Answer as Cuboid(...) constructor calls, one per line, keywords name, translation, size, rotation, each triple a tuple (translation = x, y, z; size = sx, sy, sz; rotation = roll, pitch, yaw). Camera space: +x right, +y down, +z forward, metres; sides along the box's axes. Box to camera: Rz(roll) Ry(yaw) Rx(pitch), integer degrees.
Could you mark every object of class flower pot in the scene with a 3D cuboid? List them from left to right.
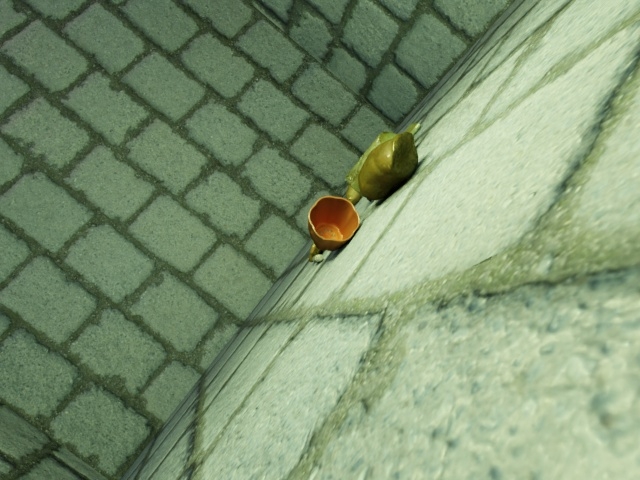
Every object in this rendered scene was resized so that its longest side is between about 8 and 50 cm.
Cuboid(name="flower pot", translation=(0.041, -0.047, 1.584), size=(0.191, 0.190, 0.173), rotation=(-53, -9, -23))

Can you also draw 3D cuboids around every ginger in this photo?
Cuboid(name="ginger", translation=(0.276, -0.389, 2.285), size=(0.363, 0.122, 0.348), rotation=(-41, -12, -44))

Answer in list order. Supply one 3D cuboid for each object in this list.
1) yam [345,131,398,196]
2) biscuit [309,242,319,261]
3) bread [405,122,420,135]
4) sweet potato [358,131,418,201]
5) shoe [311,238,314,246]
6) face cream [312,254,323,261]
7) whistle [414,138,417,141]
Cuboid(name="yam", translation=(0.229, -0.293, 1.679), size=(0.268, 0.161, 0.161), rotation=(-48, 5, 33))
Cuboid(name="biscuit", translation=(0.005, 0.001, 2.036), size=(0.260, 0.041, 0.203), rotation=(-45, -29, -62))
Cuboid(name="bread", translation=(0.480, -0.569, 2.243), size=(0.112, 0.036, 0.193), rotation=(-54, 7, 11))
Cuboid(name="sweet potato", translation=(0.211, -0.234, 1.442), size=(0.158, 0.158, 0.369), rotation=(-53, 6, -27))
Cuboid(name="shoe", translation=(-0.025, -0.011, 2.489), size=(0.079, 0.078, 0.195), rotation=(-52, 1, -25))
Cuboid(name="face cream", translation=(-0.010, 0.078, 1.848), size=(0.034, 0.034, 0.130), rotation=(-52, 4, -12))
Cuboid(name="whistle", translation=(0.343, -0.377, 1.874), size=(0.068, 0.057, 0.326), rotation=(-52, 5, -13))
